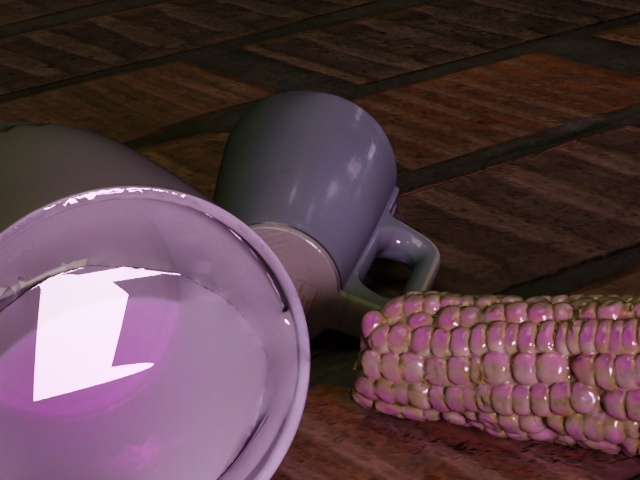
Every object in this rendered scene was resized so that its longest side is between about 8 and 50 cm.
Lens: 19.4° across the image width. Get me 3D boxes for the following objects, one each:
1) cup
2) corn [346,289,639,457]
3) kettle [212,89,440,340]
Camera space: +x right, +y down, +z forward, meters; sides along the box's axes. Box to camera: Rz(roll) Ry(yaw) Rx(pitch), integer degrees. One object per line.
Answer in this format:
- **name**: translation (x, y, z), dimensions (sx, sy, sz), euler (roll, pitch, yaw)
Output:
- **cup**: translation (-0.179, 0.046, 1.320), dimensions (0.253, 0.253, 0.371), euler (-11, 20, -17)
- **corn**: translation (0.180, 0.092, 1.321), dimensions (0.335, 0.126, 0.127), euler (3, 21, 31)
- **kettle**: translation (0.000, 0.000, 1.611), dimensions (0.211, 0.160, 0.243), euler (23, 28, -5)
